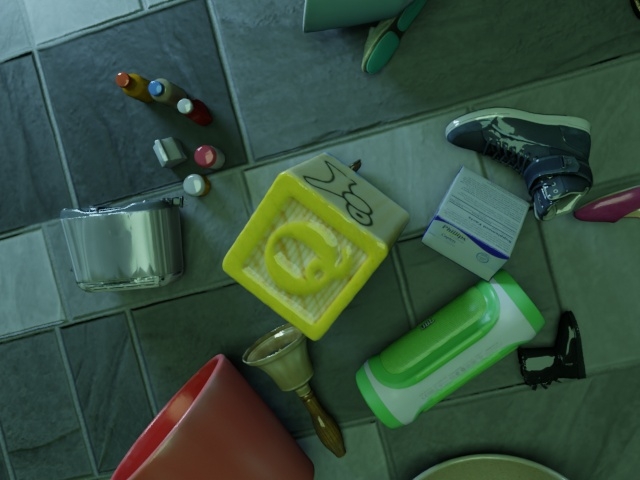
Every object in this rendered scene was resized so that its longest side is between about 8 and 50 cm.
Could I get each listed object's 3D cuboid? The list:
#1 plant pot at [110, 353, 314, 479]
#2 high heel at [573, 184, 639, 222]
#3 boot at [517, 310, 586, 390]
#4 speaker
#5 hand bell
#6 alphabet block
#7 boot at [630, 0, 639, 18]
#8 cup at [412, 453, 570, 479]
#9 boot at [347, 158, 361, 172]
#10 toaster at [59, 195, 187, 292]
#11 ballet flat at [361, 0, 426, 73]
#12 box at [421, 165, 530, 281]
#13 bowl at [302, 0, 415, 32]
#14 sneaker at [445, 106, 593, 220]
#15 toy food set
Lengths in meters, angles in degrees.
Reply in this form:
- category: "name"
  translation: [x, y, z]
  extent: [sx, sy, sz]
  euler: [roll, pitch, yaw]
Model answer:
- category: "plant pot"
  translation: [-0.161, 0.365, 0.986]
  extent: [0.243, 0.275, 0.275]
  euler: [43, 98, -7]
- category: "high heel"
  translation: [0.524, -0.028, 0.949]
  extent: [0.244, 0.082, 0.117]
  euler: [-10, 82, -4]
- category: "boot"
  translation: [0.375, 0.181, 1.000]
  extent: [0.099, 0.045, 0.121]
  euler: [-9, 92, 12]
- category: "speaker"
  translation: [0.204, 0.175, 0.980]
  extent: [0.296, 0.131, 0.131]
  euler: [-37, 87, 8]
- category: "hand bell"
  translation: [-0.021, 0.271, 1.043]
  extent: [0.126, 0.126, 0.242]
  euler: [-26, 101, 9]
- category: "alphabet block"
  translation: [0.000, 0.000, 0.944]
  extent: [0.192, 0.197, 0.193]
  euler: [36, 113, 6]
- category: "boot"
  translation: [0.491, -0.438, 0.903]
  extent: [0.077, 0.137, 0.198]
  euler: [-29, 88, 8]
- category: "cup"
  translation: [0.270, 0.534, 0.920]
  extent: [0.331, 0.331, 0.237]
  euler: [-9, 117, 8]
- category: "boot"
  translation: [0.064, -0.065, 1.033]
  extent: [0.106, 0.037, 0.114]
  euler: [-44, 83, 20]
- category: "toaster"
  translation: [-0.326, 0.006, 1.049]
  extent: [0.227, 0.129, 0.146]
  euler: [-6, 96, 6]
- category: "ballet flat"
  translation: [0.113, -0.352, 1.012]
  extent: [0.052, 0.057, 0.168]
  euler: [40, 95, 34]
- category: "box"
  translation: [0.243, -0.028, 0.956]
  extent: [0.126, 0.137, 0.072]
  euler: [31, 140, 6]
- category: "bowl"
  translation: [0.075, -0.451, 0.888]
  extent: [0.163, 0.311, 0.311]
  euler: [9, 94, -2]
- category: "sneaker"
  translation: [0.306, -0.117, 0.945]
  extent: [0.226, 0.086, 0.163]
  euler: [4, 67, 8]
- category: "toy food set"
  translation: [-0.247, -0.189, 1.036]
  extent: [0.111, 0.104, 0.232]
  euler: [-25, 89, 9]
